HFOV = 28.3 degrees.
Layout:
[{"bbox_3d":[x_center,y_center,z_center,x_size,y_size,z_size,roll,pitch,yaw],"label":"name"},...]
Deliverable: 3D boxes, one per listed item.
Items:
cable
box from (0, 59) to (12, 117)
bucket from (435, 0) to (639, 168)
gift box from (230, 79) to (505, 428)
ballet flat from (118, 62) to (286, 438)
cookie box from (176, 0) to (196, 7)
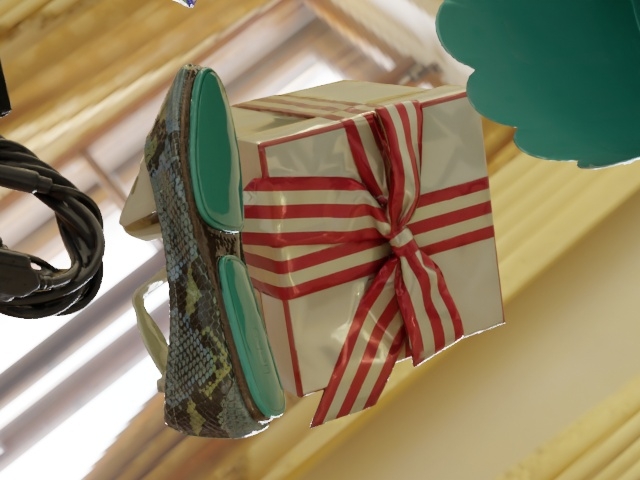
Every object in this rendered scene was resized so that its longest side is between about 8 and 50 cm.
[{"bbox_3d":[-0.207,-0.019,0.769,0.184,0.047,0.150,11,36,-52],"label":"cable"},{"bbox_3d":[-0.236,-0.159,0.630,0.190,0.045,0.184,22,-48,41],"label":"box"},{"bbox_3d":[0.222,-0.181,0.804,0.281,0.183,0.281,17,-70,56],"label":"bucket"},{"bbox_3d":[0.000,0.000,1.154,0.258,0.276,0.255,16,-56,58],"label":"gift box"},{"bbox_3d":[-0.067,0.005,0.621,0.070,0.070,0.188,84,-4,-73],"label":"ballet flat"},{"bbox_3d":[-0.065,-0.171,0.594,0.040,0.092,0.107,24,-5,5],"label":"cookie box"}]
